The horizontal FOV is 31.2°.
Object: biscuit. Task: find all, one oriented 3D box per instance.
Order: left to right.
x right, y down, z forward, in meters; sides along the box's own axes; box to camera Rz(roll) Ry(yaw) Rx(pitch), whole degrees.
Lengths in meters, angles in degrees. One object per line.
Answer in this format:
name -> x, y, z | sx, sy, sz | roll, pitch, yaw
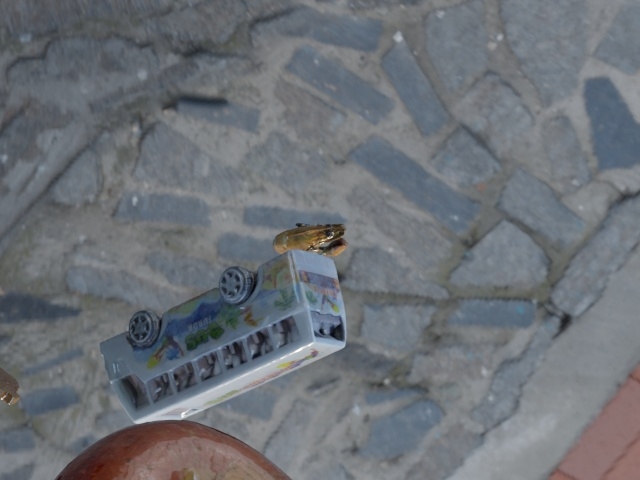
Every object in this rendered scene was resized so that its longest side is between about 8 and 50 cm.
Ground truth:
biscuit -> -0.444, 0.166, 1.499 | 0.019, 0.119, 0.130 | -44, 82, -2

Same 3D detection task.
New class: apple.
apple -> -0.094, 0.215, 0.692 | 0.201, 0.201, 0.162 | 16, 124, -21

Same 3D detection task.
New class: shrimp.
shrimp -> -0.001, 0.008, 1.616 | 0.095, 0.162, 0.045 | 32, 63, -29

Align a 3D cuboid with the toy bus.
toy bus -> -0.124, 0.125, 1.434 | 0.329, 0.136, 0.109 | -26, 159, 28
